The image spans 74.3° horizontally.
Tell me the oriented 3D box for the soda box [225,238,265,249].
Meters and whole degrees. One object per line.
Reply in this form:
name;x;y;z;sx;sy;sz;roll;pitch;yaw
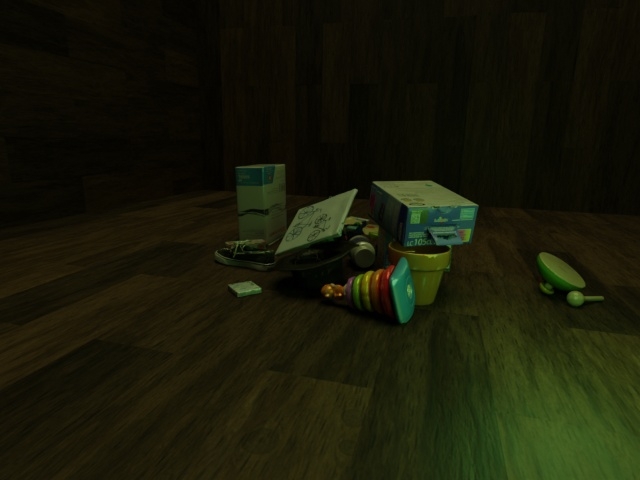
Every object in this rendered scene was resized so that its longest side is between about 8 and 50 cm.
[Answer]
soda box;-0.347;0.034;1.958;0.183;0.063;0.058;-4;14;-25

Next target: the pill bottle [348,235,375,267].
pill bottle;0.178;0.051;1.829;0.112;0.112;0.187;1;13;-2

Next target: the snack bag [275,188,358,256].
snack bag;-0.008;-0.078;1.770;0.342;0.037;0.323;-18;31;33

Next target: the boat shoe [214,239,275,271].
boat shoe;-0.325;0.053;1.789;0.306;0.105;0.113;11;16;34

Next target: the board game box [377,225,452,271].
board game box;0.400;0.002;1.802;0.290;0.232;0.141;1;13;-4

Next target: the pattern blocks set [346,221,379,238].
pattern blocks set;0.299;-0.040;2.008;0.324;0.026;0.285;13;16;25

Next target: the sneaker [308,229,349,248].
sneaker;0.047;-0.015;1.935;0.202;0.185;0.483;14;22;-12

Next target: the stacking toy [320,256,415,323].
stacking toy;0.136;0.163;1.336;0.301;0.166;0.175;-5;22;27

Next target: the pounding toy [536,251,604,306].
pounding toy;0.855;0.160;1.522;0.182;0.110;0.237;5;39;-34

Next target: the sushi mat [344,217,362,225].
sushi mat;0.065;-0.108;2.333;0.316;0.019;0.151;0;14;-16

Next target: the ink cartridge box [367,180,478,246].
ink cartridge box;0.365;-0.097;1.511;0.269;0.151;0.395;-3;21;-14

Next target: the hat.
hat;-0.004;0.105;1.550;0.331;0.134;0.331;-15;9;2

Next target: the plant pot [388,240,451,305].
plant pot;0.329;0.110;1.435;0.205;0.188;0.205;1;14;0

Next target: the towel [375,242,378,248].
towel;0.412;0.009;2.205;0.198;0.031;0.275;7;14;20

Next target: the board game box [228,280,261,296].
board game box;-0.268;0.170;1.489;0.090;0.020;0.090;-7;15;-32

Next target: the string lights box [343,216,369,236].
string lights box;0.158;-0.075;2.430;0.133;0.077;0.259;13;18;34

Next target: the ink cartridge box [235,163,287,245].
ink cartridge box;-0.304;-0.196;2.224;0.166;0.395;0.285;3;13;17
